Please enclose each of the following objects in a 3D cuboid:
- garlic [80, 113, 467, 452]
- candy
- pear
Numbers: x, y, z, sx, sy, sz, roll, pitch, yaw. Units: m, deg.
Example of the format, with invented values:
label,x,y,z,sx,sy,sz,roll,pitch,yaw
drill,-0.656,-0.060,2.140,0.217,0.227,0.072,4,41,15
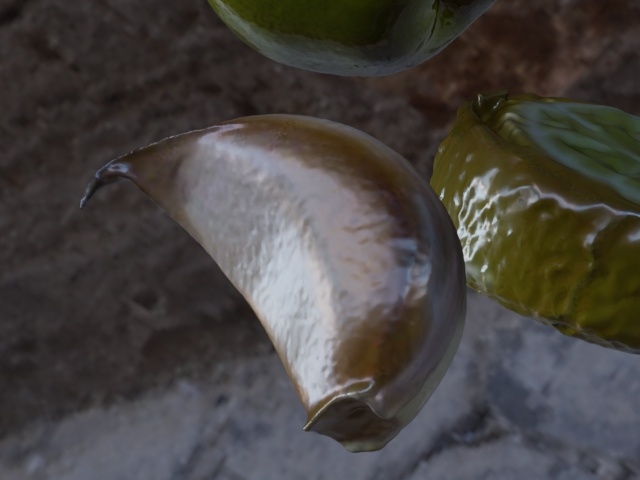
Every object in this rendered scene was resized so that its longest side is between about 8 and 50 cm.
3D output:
label,x,y,z,sx,sy,sz,roll,pitch,yaw
garlic,0.000,0.005,0.940,0.207,0.115,0.128,43,96,26
candy,0.192,-0.012,1.168,0.260,0.260,0.118,-132,53,-59
pear,0.017,-0.283,1.537,0.294,0.294,0.294,-35,36,30
